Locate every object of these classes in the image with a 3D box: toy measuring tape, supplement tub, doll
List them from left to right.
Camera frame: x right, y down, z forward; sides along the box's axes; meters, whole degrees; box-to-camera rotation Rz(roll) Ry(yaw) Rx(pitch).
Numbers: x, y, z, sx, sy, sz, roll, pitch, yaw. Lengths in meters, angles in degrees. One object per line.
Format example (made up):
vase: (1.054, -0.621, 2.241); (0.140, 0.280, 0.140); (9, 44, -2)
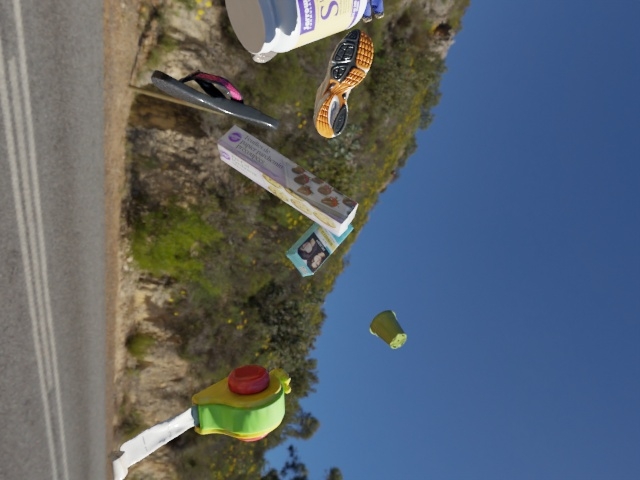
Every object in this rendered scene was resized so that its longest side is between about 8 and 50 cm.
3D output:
toy measuring tape: (-0.154, 0.282, 0.768); (0.121, 0.330, 0.122); (11, -72, 36)
supplement tub: (-0.066, -0.659, 1.332); (0.241, 0.331, 0.241); (45, -27, 31)
doll: (0.125, -0.735, 1.416); (0.046, 0.128, 0.189); (-84, 159, -49)

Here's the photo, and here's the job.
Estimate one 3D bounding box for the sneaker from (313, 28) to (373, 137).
sneaker: (0.038, -0.394, 1.222); (0.263, 0.099, 0.121); (-66, -156, 13)

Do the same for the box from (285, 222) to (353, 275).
box: (0.000, 0.000, 1.623); (0.060, 0.101, 0.244); (-15, -153, 53)

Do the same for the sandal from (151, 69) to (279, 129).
sandal: (-0.127, -0.183, 0.615); (0.067, 0.179, 0.040); (25, -79, 46)

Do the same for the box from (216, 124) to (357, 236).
box: (-0.072, -0.127, 1.034); (0.063, 0.323, 0.067); (-52, 169, -23)

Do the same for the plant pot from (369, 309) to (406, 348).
plant pot: (0.185, 0.241, 1.296); (0.079, 0.083, 0.084); (49, -51, 47)

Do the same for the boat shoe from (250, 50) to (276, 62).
boat shoe: (-0.139, -0.775, 1.717); (0.324, 0.116, 0.123); (-39, 166, 8)
